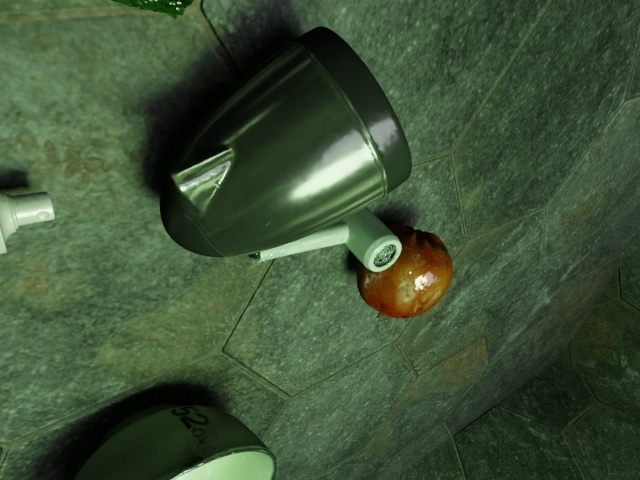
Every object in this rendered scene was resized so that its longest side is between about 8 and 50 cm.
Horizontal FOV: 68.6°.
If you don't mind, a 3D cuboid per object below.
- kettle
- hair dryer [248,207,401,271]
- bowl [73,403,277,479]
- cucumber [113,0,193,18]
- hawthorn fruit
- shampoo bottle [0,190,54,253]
[{"bbox_3d":[-0.067,-0.088,0.565,0.271,0.251,0.207,-34,111,-4],"label":"kettle"},{"bbox_3d":[0.000,0.000,0.733,0.237,0.131,0.073,-9,131,-30],"label":"hair dryer"},{"bbox_3d":[-0.269,0.409,0.799,0.354,0.185,0.353,-25,138,-25],"label":"bowl"},{"bbox_3d":[-0.198,-0.235,0.388,0.187,0.058,0.058,-2,125,-41],"label":"cucumber"},{"bbox_3d":[0.147,0.071,0.881,0.179,0.179,0.200,5,115,-45],"label":"hawthorn fruit"},{"bbox_3d":[-0.394,-0.002,0.390,0.304,0.092,0.092,-15,133,-34],"label":"shampoo bottle"}]
